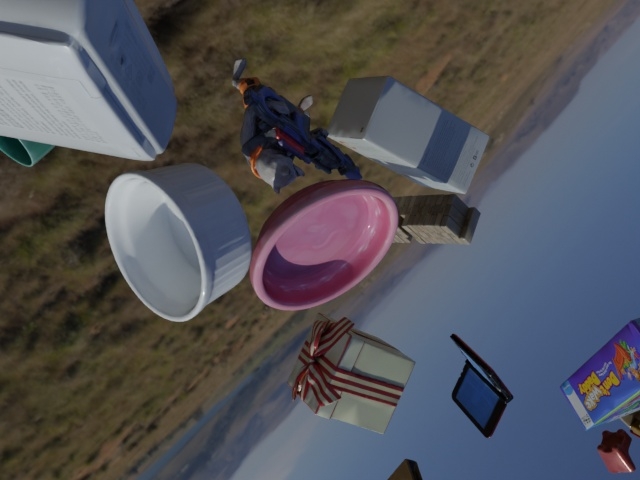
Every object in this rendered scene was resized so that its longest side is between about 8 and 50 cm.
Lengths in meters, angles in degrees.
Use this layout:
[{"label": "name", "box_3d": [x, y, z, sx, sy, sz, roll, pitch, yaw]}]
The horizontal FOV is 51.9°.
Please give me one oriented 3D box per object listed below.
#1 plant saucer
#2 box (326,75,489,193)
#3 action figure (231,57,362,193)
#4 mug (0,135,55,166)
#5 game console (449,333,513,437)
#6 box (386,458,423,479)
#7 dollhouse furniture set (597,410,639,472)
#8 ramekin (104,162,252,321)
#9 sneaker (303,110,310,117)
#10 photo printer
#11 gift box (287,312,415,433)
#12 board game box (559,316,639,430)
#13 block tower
[{"label": "plant saucer", "box_3d": [0.000, 0.000, 1.326, 0.332, 0.084, 0.332, -23, 143, -19]}, {"label": "box", "box_3d": [0.224, -0.272, 1.711, 0.215, 0.345, 0.168, 23, -90, 62]}, {"label": "action figure", "box_3d": [-0.077, -0.218, 1.433, 0.178, 0.341, 0.330, -35, -144, 26]}, {"label": "mug", "box_3d": [-0.451, -0.198, 0.987, 0.097, 0.129, 0.158, -52, 168, -26]}, {"label": "game console", "box_3d": [0.270, 0.259, 1.186, 0.085, 0.124, 0.144, -41, -154, -1]}, {"label": "box", "box_3d": [0.093, 0.420, 0.879, 0.201, 0.021, 0.164, -59, -152, 28]}, {"label": "dollhouse furniture set", "box_3d": [0.717, 0.474, 1.310, 0.201, 0.152, 0.374, -38, -170, -6]}, {"label": "ramekin", "box_3d": [-0.251, -0.007, 1.183, 0.135, 0.277, 0.277, -28, 162, -42]}, {"label": "sneaker", "box_3d": [-0.065, -0.326, 1.824, 0.083, 0.037, 0.032, -56, -150, 13]}, {"label": "photo printer", "box_3d": [-0.315, -0.181, 0.618, 0.256, 0.307, 0.107, 79, 22, -74]}, {"label": "gift box", "box_3d": [0.078, 0.348, 1.775, 0.276, 0.258, 0.255, 11, -102, 66]}, {"label": "board game box", "box_3d": [0.560, 0.154, 0.968, 0.346, 0.078, 0.233, -15, 149, -16]}, {"label": "block tower", "box_3d": [0.227, -0.052, 1.644, 0.335, 0.097, 0.091, 2, -118, 47]}]
